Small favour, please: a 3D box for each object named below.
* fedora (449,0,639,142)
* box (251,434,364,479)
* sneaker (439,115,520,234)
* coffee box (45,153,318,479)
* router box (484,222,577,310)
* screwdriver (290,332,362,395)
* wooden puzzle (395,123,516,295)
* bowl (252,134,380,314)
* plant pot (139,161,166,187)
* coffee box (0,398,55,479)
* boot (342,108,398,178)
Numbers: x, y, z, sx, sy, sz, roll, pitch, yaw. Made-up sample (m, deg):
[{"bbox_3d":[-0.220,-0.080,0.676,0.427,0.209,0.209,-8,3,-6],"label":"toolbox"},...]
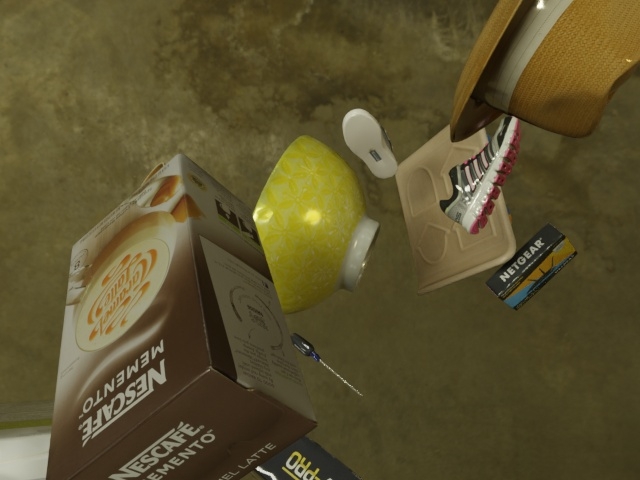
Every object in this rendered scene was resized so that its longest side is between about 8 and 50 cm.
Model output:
[{"bbox_3d":[0.163,-0.121,0.349,0.079,0.194,0.194,40,72,17],"label":"fedora"},{"bbox_3d":[0.002,0.431,0.931,0.318,0.395,0.097,35,66,20],"label":"box"},{"bbox_3d":[0.218,-0.098,0.769,0.075,0.063,0.170,27,98,30],"label":"sneaker"},{"bbox_3d":[-0.113,0.060,0.426,0.141,0.098,0.246,-39,39,11],"label":"coffee box"},{"bbox_3d":[0.441,0.058,1.156,0.179,0.133,0.046,-48,51,12],"label":"router box"},{"bbox_3d":[0.007,0.225,0.995,0.170,0.024,0.025,41,109,21],"label":"screwdriver"},{"bbox_3d":[0.297,-0.078,1.224,0.081,0.322,0.347,2,72,-24],"label":"wooden puzzle"},{"bbox_3d":[0.000,0.000,0.856,0.156,0.289,0.289,22,67,8],"label":"bowl"},{"bbox_3d":[-0.381,-0.045,1.513,0.254,0.237,0.237,32,63,-27],"label":"plant pot"},{"bbox_3d":[-0.403,0.387,0.686,0.338,0.334,0.337,-1,82,-14],"label":"coffee box"},{"bbox_3d":[0.088,-0.199,1.037,0.069,0.190,0.086,-20,55,15],"label":"boot"}]
